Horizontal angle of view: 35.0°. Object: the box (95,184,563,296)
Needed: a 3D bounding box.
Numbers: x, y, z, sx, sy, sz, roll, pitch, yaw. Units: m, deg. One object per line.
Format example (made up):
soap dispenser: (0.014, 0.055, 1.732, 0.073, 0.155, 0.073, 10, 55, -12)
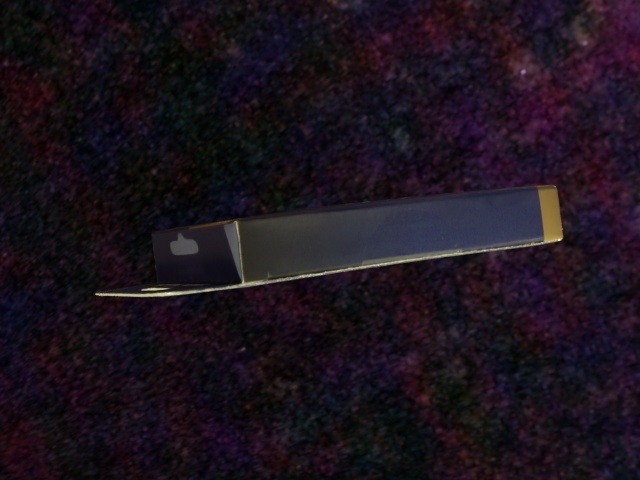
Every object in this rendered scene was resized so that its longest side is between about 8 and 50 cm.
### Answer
box: (0.000, 0.000, 0.554, 0.225, 0.136, 0.037, -8, 92, -26)
